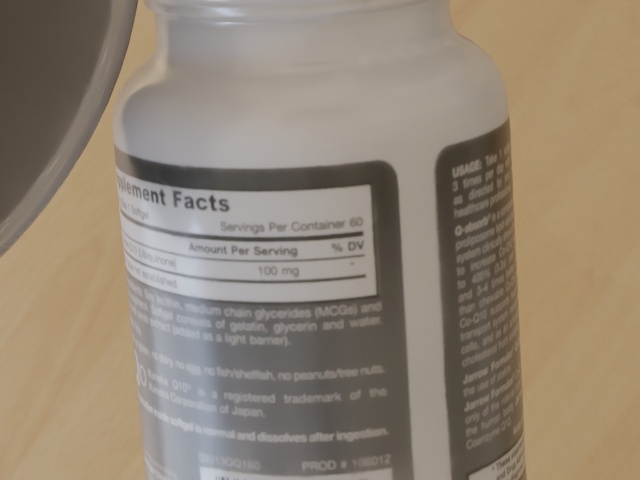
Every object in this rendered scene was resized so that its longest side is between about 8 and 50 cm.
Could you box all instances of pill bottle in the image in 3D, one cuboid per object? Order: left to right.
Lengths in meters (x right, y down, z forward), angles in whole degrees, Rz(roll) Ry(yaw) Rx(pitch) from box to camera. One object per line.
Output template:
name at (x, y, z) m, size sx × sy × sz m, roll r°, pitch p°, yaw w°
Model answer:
pill bottle at (0.000, 0.000, 1.035) m, size 0.210 × 0.210 × 0.363 m, roll -3°, pitch 104°, yaw 3°

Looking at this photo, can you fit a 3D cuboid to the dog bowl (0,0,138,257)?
dog bowl at (-0.222, -0.090, 0.883) m, size 0.102 × 0.349 × 0.349 m, roll 36°, pitch 98°, yaw 26°
